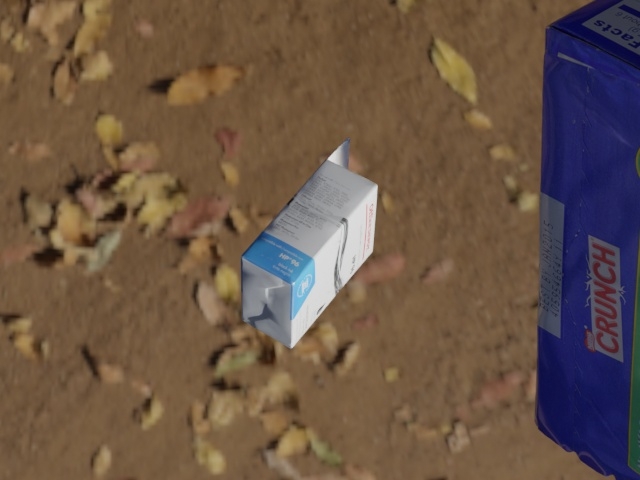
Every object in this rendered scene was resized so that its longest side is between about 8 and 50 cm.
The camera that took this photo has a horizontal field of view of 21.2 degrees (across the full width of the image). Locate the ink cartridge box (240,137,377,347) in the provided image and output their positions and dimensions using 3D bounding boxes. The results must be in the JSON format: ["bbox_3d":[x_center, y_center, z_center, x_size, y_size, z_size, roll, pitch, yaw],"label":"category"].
[{"bbox_3d":[0.000,0.000,0.747,0.028,0.083,0.048,28,146,18],"label":"ink cartridge box"}]

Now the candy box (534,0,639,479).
[{"bbox_3d":[0.264,-0.041,0.943,0.317,0.122,0.268,-30,134,-30],"label":"candy box"}]
